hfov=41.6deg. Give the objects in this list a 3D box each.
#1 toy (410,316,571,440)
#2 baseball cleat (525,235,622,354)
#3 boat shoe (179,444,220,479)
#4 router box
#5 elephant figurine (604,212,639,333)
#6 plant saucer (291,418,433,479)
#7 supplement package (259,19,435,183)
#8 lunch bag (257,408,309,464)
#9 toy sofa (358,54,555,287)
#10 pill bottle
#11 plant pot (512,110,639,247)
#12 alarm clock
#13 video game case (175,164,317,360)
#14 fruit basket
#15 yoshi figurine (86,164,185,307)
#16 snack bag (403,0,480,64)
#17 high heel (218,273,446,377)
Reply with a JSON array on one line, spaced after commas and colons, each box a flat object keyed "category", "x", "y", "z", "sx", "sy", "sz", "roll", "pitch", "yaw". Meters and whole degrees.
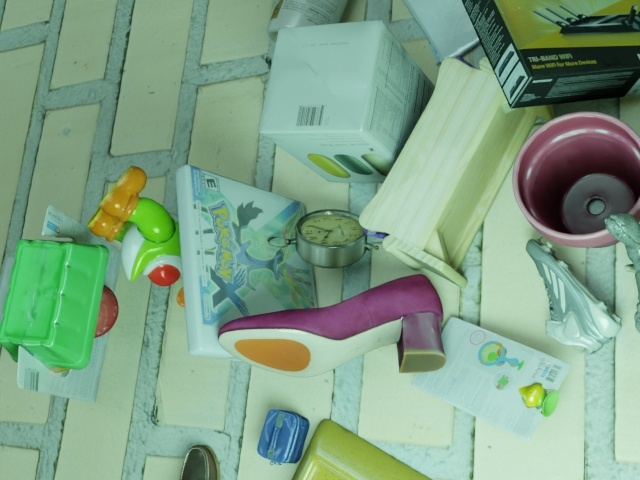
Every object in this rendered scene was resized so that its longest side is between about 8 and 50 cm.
[{"category": "toy", "x": 0.274, "y": 0.223, "z": 1.344, "sx": 0.237, "sy": 0.056, "sz": 0.137, "roll": 18, "pitch": 70, "yaw": 49}, {"category": "baseball cleat", "x": 0.376, "y": 0.090, "z": 1.335, "sx": 0.109, "sy": 0.072, "sz": 0.206, "roll": -48, "pitch": 55, "yaw": 15}, {"category": "boat shoe", "x": -0.228, "y": 0.475, "z": 1.532, "sx": 0.073, "sy": 0.073, "sz": 0.207, "roll": -13, "pitch": 67, "yaw": 25}, {"category": "router box", "x": 0.406, "y": -0.342, "z": 1.347, "sx": 0.308, "sy": 0.081, "sz": 0.243, "roll": -9, "pitch": 64, "yaw": -19}, {"category": "elephant figurine", "x": 0.500, "y": 0.075, "z": 1.173, "sx": 0.186, "sy": 0.239, "sz": 0.169, "roll": 5, "pitch": 76, "yaw": 29}, {"category": "plant saucer", "x": 0.044, "y": 0.507, "z": 1.373, "sx": 0.333, "sy": 0.081, "sz": 0.333, "roll": 24, "pitch": 86, "yaw": 32}, {"category": "supplement package", "x": 0.056, "y": -0.234, "z": 1.493, "sx": 0.199, "sy": 0.262, "sz": 0.198, "roll": 4, "pitch": 77, "yaw": 29}, {"category": "lunch bag", "x": -0.069, "y": 0.350, "z": 1.490, "sx": 0.067, "sy": 0.065, "sz": 0.098, "roll": 9, "pitch": 78, "yaw": 30}, {"category": "toy sofa", "x": 0.233, "y": -0.119, "z": 1.428, "sx": 0.177, "sy": 0.150, "sz": 0.362, "roll": 27, "pitch": 88, "yaw": 29}, {"category": "pill bottle", "x": -0.009, "y": -0.495, "z": 1.688, "sx": 0.131, "sy": 0.131, "sz": 0.229, "roll": 17, "pitch": 83, "yaw": 31}, {"category": "plant pot", "x": 0.416, "y": -0.073, "z": 1.300, "sx": 0.201, "sy": 0.180, "sz": 0.201, "roll": -9, "pitch": 70, "yaw": 26}, {"category": "alarm clock", "x": 0.000, "y": 0.000, "z": 1.516, "sx": 0.192, "sy": 0.064, "sz": 0.129, "roll": -2, "pitch": 33, "yaw": -10}, {"category": "video game case", "x": -0.119, "y": 0.053, "z": 1.476, "sx": 0.036, "sy": 0.300, "sz": 0.329, "roll": -24, "pitch": 63, "yaw": 36}, {"category": "fruit basket", "x": -0.481, "y": 0.134, "z": 1.614, "sx": 0.165, "sy": 0.353, "sz": 0.327, "roll": 6, "pitch": 76, "yaw": 4}, {"category": "yoshi figurine", "x": -0.235, "y": 0.003, "z": 1.581, "sx": 0.362, "sy": 0.203, "sz": 0.203, "roll": 38, "pitch": 103, "yaw": -11}, {"category": "snack bag", "x": 0.296, "y": -0.538, "z": 1.597, "sx": 0.342, "sy": 0.037, "sz": 0.323, "roll": -34, "pitch": 62, "yaw": 15}, {"category": "high heel", "x": 0.020, "y": 0.125, "z": 1.397, "sx": 0.377, "sy": 0.127, "sz": 0.181, "roll": 7, "pitch": 46, "yaw": -12}]
